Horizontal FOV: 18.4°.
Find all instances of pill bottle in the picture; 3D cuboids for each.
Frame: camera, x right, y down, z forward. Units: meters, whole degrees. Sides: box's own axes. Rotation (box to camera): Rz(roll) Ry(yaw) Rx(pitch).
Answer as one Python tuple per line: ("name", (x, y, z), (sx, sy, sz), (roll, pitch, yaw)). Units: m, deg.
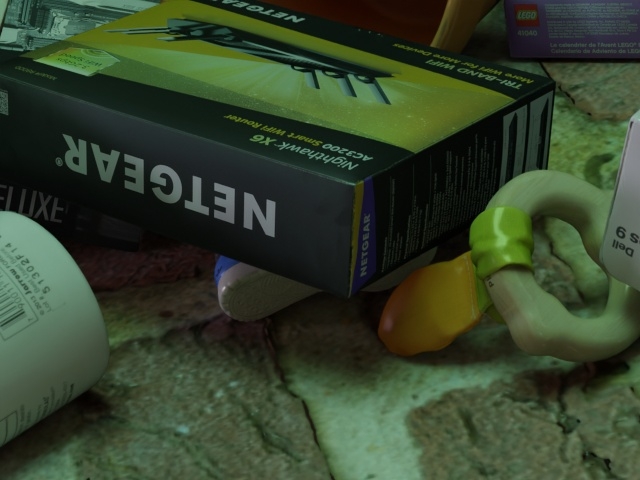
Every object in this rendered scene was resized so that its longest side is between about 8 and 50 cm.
("pill bottle", (-0.255, 0.087, 1.213), (0.229, 0.131, 0.131), (-33, 36, -32))

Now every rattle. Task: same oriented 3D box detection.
("rattle", (0.160, 0.029, 1.265), (0.199, 0.143, 0.130), (-18, 59, -41))

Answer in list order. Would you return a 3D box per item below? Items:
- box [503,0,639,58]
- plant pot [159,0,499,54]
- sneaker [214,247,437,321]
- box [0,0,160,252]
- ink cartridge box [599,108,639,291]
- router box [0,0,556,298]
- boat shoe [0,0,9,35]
("box", (0.316, -0.214, 1.595), (0.293, 0.057, 0.201), (3, 32, 24))
("plant pot", (0.035, -0.249, 1.570), (0.291, 0.291, 0.203), (9, 18, 32))
("sneaker", (0.000, -0.001, 1.344), (0.152, 0.058, 0.085), (-18, 38, 2))
("box", (-0.243, -0.122, 1.523), (0.242, 0.076, 0.307), (11, 32, -8))
("ink cartridge box", (0.335, -0.052, 1.200), (0.211, 0.121, 0.289), (28, 46, 24))
("router box", (-0.035, -0.077, 1.333), (0.308, 0.081, 0.243), (18, 29, 31))
("boat shoe", (-0.272, -0.090, 1.319), (0.079, 0.095, 0.254), (17, 54, -7))
